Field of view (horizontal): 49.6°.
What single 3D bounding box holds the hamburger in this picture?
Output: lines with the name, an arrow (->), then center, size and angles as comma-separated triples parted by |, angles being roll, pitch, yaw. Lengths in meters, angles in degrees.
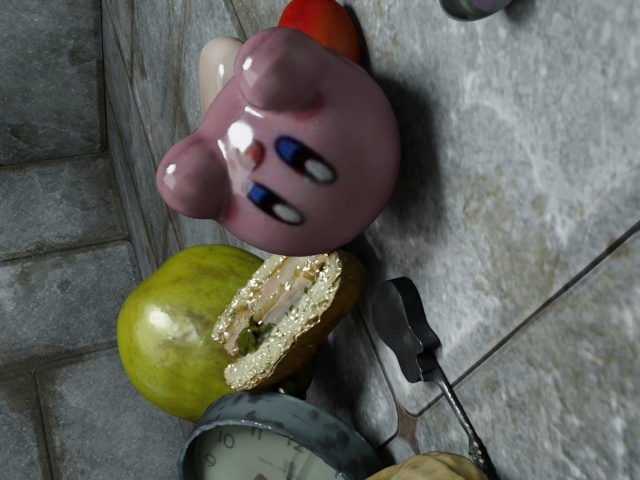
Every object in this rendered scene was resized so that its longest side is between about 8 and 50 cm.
hamburger -> -0.030, 0.094, 0.899 | 0.262, 0.131, 0.124 | -47, 53, 27

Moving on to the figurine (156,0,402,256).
figurine -> -0.021, -0.098, 0.732 | 0.269, 0.211, 0.261 | -49, 11, 17

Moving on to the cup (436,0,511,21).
cup -> 0.113, -0.238, 0.521 | 0.104, 0.074, 0.116 | -48, 48, 35

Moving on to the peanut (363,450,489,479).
peanut -> 0.100, 0.286, 0.675 | 0.140, 0.153, 0.325 | 61, 166, 14

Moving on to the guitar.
guitar -> 0.117, 0.144, 0.746 | 0.088, 0.025, 0.233 | 107, 145, -48

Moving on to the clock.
clock -> -0.050, 0.354, 0.956 | 0.325, 0.067, 0.325 | 12, 121, 21

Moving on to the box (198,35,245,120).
box -> -0.145, -0.227, 1.126 | 0.146, 0.088, 0.200 | -132, 38, -54

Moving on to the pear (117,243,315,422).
pear -> -0.149, 0.159, 1.088 | 0.375, 0.287, 0.287 | 26, 127, 39
